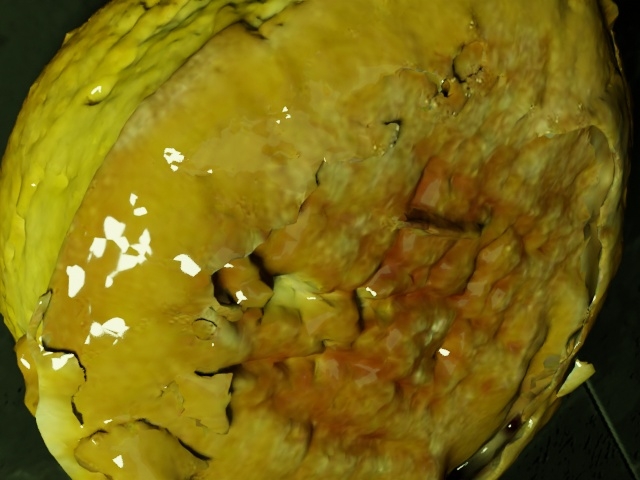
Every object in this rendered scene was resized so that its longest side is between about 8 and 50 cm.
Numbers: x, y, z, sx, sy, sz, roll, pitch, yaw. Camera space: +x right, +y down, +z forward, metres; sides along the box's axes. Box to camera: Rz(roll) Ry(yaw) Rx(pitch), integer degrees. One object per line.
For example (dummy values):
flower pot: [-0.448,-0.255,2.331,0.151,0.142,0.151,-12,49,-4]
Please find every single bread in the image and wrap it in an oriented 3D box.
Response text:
bread: [-0.003,0.001,0.798,0.358,0.204,0.337,-39,131,-17]
